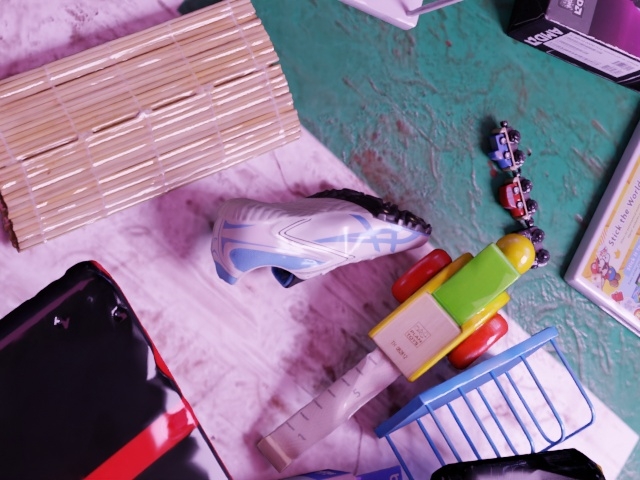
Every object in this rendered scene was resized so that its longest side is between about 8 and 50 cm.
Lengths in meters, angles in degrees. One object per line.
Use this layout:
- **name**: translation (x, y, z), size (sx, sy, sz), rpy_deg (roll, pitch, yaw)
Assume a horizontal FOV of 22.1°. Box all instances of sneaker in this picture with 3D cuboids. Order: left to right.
- **sneaker**: translation (0.000, 0.000, 1.573), size (0.237, 0.085, 0.086), rpy_deg (-2, 114, -32)

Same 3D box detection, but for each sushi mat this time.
- **sushi mat**: translation (-0.169, -0.113, 1.516), size (0.316, 0.019, 0.151), rpy_deg (-24, 97, -28)

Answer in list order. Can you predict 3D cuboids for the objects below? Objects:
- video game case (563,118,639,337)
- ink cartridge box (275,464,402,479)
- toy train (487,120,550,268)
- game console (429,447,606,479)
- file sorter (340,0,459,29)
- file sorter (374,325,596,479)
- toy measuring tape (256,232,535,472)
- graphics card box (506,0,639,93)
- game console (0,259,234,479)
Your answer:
- **video game case**: translation (0.389, 0.002, 1.805), size (0.206, 0.026, 0.227), rpy_deg (35, 72, -22)
- **ink cartridge box**: translation (-0.058, 0.323, 1.522), size (0.311, 0.065, 0.186), rpy_deg (-9, 92, -25)
- **toy train**: translation (0.203, -0.046, 1.708), size (0.036, 0.027, 0.158), rpy_deg (-16, 94, -17)
- **game console**: translation (0.159, 0.372, 1.568), size (0.213, 0.044, 0.361), rpy_deg (0, 109, -37)
- **file sorter**: translation (0.034, -0.353, 1.556), size (0.277, 0.173, 0.193), rpy_deg (20, 77, -25)
- **file sorter**: translation (0.164, 0.178, 1.602), size (0.170, 0.118, 0.104), rpy_deg (-24, 77, -27)
- **toy measuring tape**: translation (0.078, 0.108, 1.603), size (0.330, 0.121, 0.121), rpy_deg (-40, 106, -3)
- **graphics card box**: translation (0.399, -0.267, 1.775), size (0.371, 0.094, 0.233), rpy_deg (21, 78, -19)
- **game console**: translation (-0.249, 0.254, 1.336), size (0.386, 0.060, 0.342), rpy_deg (-39, 113, -24)
